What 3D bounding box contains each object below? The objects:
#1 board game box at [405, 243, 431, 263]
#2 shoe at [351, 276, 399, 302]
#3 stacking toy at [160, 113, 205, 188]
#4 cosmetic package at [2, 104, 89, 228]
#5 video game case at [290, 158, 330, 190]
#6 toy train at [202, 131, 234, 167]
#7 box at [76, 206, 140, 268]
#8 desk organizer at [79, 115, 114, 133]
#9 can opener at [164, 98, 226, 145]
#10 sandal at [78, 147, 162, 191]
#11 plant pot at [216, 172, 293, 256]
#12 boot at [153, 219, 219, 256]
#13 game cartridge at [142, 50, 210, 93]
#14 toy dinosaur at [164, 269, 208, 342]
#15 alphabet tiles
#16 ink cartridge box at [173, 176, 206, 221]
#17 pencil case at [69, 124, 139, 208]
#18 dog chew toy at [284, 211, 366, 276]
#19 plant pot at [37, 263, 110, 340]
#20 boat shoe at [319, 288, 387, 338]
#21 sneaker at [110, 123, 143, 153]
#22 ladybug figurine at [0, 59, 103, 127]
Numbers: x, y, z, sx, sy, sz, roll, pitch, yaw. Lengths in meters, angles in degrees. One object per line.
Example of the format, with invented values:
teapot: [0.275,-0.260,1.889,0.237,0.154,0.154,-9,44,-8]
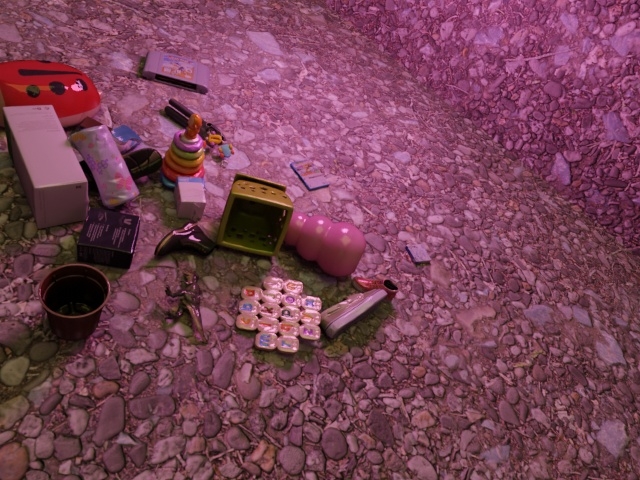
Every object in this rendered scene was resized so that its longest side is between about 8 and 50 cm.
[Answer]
board game box: [0.428,0.058,2.058,0.090,0.020,0.090,-4,54,-30]
shoe: [0.212,0.170,1.801,0.177,0.081,0.063,26,44,-5]
stacking toy: [-0.486,-0.339,1.726,0.165,0.302,0.175,4,51,-25]
cosmetic package: [-0.881,-0.243,1.512,0.155,0.197,0.366,-15,59,-36]
video game case: [-0.048,-0.298,2.127,0.119,0.015,0.166,-19,62,-37]
toy train: [-0.445,-0.379,1.966,0.166,0.046,0.125,32,80,-10]
box: [-0.666,-0.007,1.487,0.158,0.093,0.156,11,47,-18]
desk organizer: [-0.833,-0.412,1.781,0.130,0.047,0.050,26,64,-5]
can opener: [-0.535,-0.504,2.030,0.283,0.076,0.095,37,12,7]
sandal: [-0.717,-0.252,1.681,0.302,0.086,0.120,-19,107,-28]
plant pot: [-0.239,-0.106,1.707,0.228,0.227,0.207,13,33,-17]
boot: [-0.448,0.022,1.595,0.137,0.077,0.198,41,46,3]
game cartridge: [-0.672,-0.797,2.215,0.297,0.062,0.198,9,52,-21]
toy dinosaur: [-0.421,0.193,1.465,0.118,0.064,0.268,5,53,-33]
alphabet tiles: [-0.135,0.245,1.578,0.277,0.021,0.284,10,47,-9]
ink cartridge box: [-0.475,-0.149,1.714,0.089,0.092,0.143,0,51,-27]
pencil case: [-0.713,-0.245,1.563,0.124,0.113,0.273,-38,115,-39]
dog chew toy: [0.000,0.000,1.768,0.331,0.207,0.207,24,44,5]
plant pot: [-0.662,0.178,1.274,0.166,0.165,0.167,14,47,-15]
boat shoe: [0.119,0.236,1.679,0.302,0.109,0.094,-26,65,-38]
sneaker: [-0.742,-0.369,1.753,0.087,0.092,0.229,43,13,-9]
ladybug figurine: [-1.031,-0.547,1.724,0.449,0.162,0.305,-19,62,-38]
